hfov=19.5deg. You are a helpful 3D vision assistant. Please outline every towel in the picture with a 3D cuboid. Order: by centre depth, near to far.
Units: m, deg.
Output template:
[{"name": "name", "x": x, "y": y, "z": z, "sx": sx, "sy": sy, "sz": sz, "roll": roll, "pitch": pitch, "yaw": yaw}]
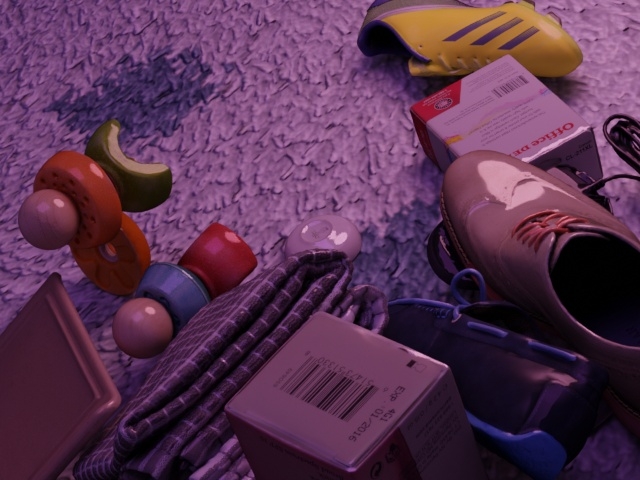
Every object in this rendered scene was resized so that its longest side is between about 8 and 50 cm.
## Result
[{"name": "towel", "x": -0.092, "y": 0.137, "z": 1.676, "sx": 0.284, "sy": 0.121, "sz": 0.235, "roll": -47, "pitch": 9, "yaw": -26}]

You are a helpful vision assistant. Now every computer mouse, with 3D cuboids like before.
[{"name": "computer mouse", "x": 0.247, "y": 0.005, "z": 1.811, "sx": 0.262, "sy": 0.060, "sz": 0.184, "roll": -31, "pitch": 57, "yaw": -8}]

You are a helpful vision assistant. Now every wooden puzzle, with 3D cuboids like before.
[{"name": "wooden puzzle", "x": -0.287, "y": 0.173, "z": 1.802, "sx": 0.221, "sy": 0.044, "sz": 0.239, "roll": -49, "pitch": 37, "yaw": 12}]

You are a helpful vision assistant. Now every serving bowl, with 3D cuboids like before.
[{"name": "serving bowl", "x": 0.000, "y": 0.000, "z": 1.938, "sx": 0.083, "sy": 0.027, "sz": 0.083, "roll": -11, "pitch": 40, "yaw": 10}]

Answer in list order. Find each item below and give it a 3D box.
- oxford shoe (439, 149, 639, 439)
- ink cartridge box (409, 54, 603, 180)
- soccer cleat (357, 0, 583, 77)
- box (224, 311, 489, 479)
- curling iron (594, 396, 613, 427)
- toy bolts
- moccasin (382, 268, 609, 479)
[{"name": "oxford shoe", "x": 0.228, "y": 0.012, "z": 1.670, "sx": 0.140, "sy": 0.146, "sz": 0.397, "roll": -37, "pitch": 47, "yaw": -9}, {"name": "ink cartridge box", "x": 0.192, "y": -0.102, "z": 1.935, "sx": 0.127, "sy": 0.072, "sz": 0.175, "roll": -28, "pitch": 40, "yaw": -9}, {"name": "soccer cleat", "x": 0.163, "y": -0.214, "z": 2.072, "sx": 0.289, "sy": 0.093, "sz": 0.121, "roll": 21, "pitch": 65, "yaw": 41}, {"name": "box", "x": 0.042, "y": 0.196, "z": 1.534, "sx": 0.148, "sy": 0.232, "sz": 0.127, "roll": 21, "pitch": 55, "yaw": 39}, {"name": "curling iron", "x": 0.326, "y": 0.081, "z": 1.703, "sx": 0.274, "sy": 0.035, "sz": 0.068, "roll": -46, "pitch": 24, "yaw": -21}, {"name": "toy bolts", "x": -0.205, "y": 0.033, "z": 1.877, "sx": 0.228, "sy": 0.218, "sz": 0.158, "roll": 39, "pitch": 48, "yaw": 12}, {"name": "moccasin", "x": 0.153, "y": 0.113, "z": 1.628, "sx": 0.117, "sy": 0.138, "sz": 0.342, "roll": -50, "pitch": 29, "yaw": -4}]
